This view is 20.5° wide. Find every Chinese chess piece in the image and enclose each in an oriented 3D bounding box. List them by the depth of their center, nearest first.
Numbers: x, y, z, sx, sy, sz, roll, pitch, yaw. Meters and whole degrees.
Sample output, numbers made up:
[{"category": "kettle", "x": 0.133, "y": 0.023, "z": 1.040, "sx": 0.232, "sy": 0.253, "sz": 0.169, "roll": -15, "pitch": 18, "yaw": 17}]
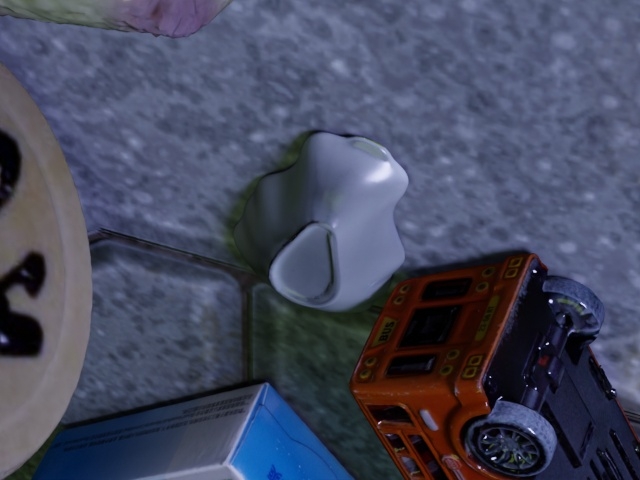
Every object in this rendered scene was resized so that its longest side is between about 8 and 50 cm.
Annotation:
[{"category": "Chinese chess piece", "x": -0.224, "y": 0.011, "z": 0.893, "sx": 0.104, "sy": 0.257, "sz": 0.257, "roll": -11, "pitch": 128, "yaw": 28}]

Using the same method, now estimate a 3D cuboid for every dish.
[{"category": "dish", "x": 0.000, "y": 0.000, "z": 0.936, "sx": 0.091, "sy": 0.039, "sz": 0.137, "roll": 26, "pitch": 141, "yaw": 0}]

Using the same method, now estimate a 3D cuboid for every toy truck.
[{"category": "toy truck", "x": 0.119, "y": 0.131, "z": 0.965, "sx": 0.114, "sy": 0.107, "sz": 0.253, "roll": -7, "pitch": 129, "yaw": 33}]

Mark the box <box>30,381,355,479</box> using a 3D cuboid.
[{"category": "box", "x": -0.077, "y": 0.175, "z": 1.135, "sx": 0.194, "sy": 0.073, "sz": 0.139, "roll": -17, "pitch": 124, "yaw": 38}]

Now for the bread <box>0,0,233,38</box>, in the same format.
[{"category": "bread", "x": -0.190, "y": -0.192, "z": 0.740, "sx": 0.338, "sy": 0.155, "sz": 0.187, "roll": 8, "pitch": 129, "yaw": 23}]
